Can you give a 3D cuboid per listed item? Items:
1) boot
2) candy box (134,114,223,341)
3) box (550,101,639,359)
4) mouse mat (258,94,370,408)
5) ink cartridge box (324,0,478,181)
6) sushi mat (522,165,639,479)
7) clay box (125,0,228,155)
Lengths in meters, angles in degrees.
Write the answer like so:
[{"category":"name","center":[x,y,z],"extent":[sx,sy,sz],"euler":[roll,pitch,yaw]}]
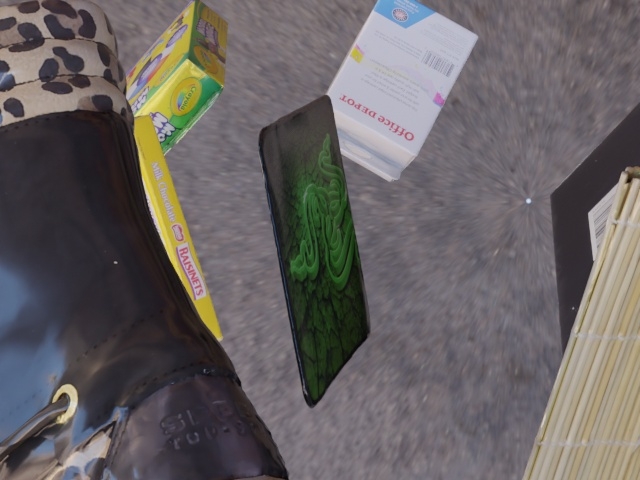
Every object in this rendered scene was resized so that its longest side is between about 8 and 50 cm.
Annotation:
[{"category":"boot","center":[-0.183,0.090,0.779],"extent":[0.377,0.138,0.284],"euler":[-33,66,33]},{"category":"candy box","center":[-0.147,-0.008,1.485],"extent":[0.027,0.105,0.206],"euler":[-24,102,-30]},{"category":"box","center":[0.402,0.064,1.669],"extent":[0.312,0.343,0.179],"euler":[35,118,-14]},{"category":"mouse mat","center":[0.000,0.000,0.967],"extent":[0.007,0.189,0.152],"euler":[-8,99,12]},{"category":"ink cartridge box","center":[0.055,-0.126,1.459],"extent":[0.092,0.090,0.143],"euler":[30,73,-3]},{"category":"sushi mat","center":[0.173,0.104,0.949],"extent":[0.019,0.151,0.316],"euler":[35,118,43]},{"category":"clay box","center":[-0.155,-0.156,1.737],"extent":[0.053,0.222,0.127],"euler":[39,109,-17]}]
